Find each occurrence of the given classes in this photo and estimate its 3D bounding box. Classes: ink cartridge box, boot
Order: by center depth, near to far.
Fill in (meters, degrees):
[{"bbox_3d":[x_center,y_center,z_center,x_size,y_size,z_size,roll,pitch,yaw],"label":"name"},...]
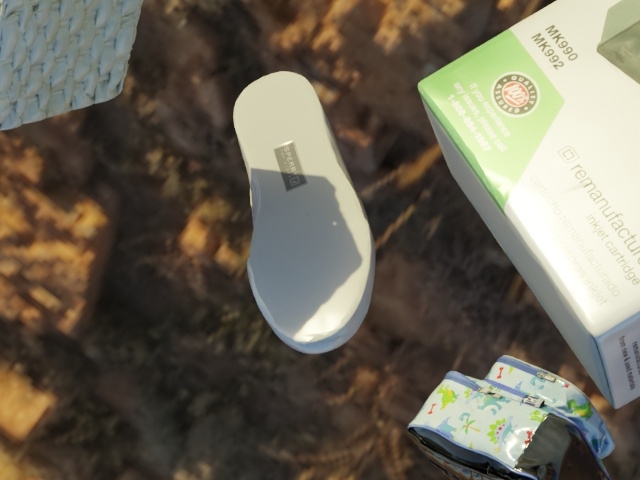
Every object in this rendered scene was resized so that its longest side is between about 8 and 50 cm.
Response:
[{"bbox_3d":[0.238,-0.071,1.016,0.211,0.289,0.121,58,179,31],"label":"ink cartridge box"},{"bbox_3d":[0.000,0.000,1.253,0.095,0.258,0.123,-17,139,9],"label":"boot"}]

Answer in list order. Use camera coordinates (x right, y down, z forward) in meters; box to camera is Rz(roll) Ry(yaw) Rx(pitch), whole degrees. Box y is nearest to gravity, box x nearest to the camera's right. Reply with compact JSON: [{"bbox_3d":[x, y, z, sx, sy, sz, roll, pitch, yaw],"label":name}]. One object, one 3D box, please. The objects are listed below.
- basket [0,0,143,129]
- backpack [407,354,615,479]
[{"bbox_3d":[-0.178,-0.161,1.067,0.103,0.113,0.167,59,151,23],"label":"basket"},{"bbox_3d":[0.122,0.125,1.058,0.114,0.084,0.105,18,157,40],"label":"backpack"}]
